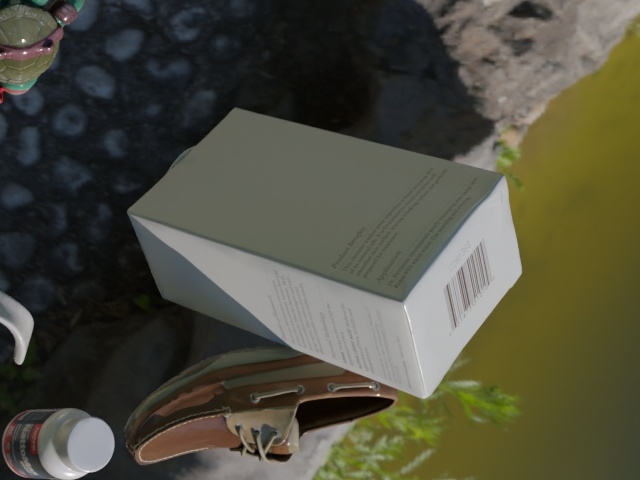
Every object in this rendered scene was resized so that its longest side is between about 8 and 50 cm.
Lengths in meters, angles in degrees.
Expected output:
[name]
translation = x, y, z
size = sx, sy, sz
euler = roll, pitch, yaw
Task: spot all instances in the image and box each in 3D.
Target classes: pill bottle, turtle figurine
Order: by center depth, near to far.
[turtle figurine]
translation = -0.280, -0.210, 1.013
size = 0.175, 0.118, 0.234
euler = -21, 155, -30
[pill bottle]
translation = -0.397, 0.309, 1.698
size = 0.108, 0.180, 0.108
euler = 10, 76, -42

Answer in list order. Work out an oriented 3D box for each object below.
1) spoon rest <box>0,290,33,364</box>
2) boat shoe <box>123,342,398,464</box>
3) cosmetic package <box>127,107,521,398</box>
[spoon rest]
translation = -0.480, 0.069, 1.354
size = 0.276, 0.084, 0.137
euler = 20, 46, -17
[boat shoe]
translation = -0.062, 0.190, 1.265
size = 0.324, 0.116, 0.123
euler = -21, 149, -7
[cosmetic package]
translation = 0.000, 0.000, 1.254
size = 0.217, 0.385, 0.156
euler = -47, 138, -31
